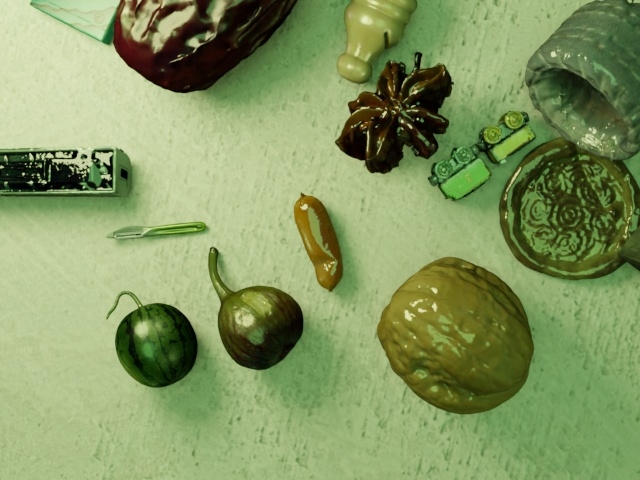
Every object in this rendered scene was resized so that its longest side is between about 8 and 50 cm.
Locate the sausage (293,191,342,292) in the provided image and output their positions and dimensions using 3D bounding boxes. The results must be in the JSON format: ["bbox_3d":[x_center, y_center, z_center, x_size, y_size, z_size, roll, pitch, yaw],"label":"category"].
[{"bbox_3d":[0.000,0.000,1.445,0.062,0.054,0.183,-22,89,38],"label":"sausage"}]

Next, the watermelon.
[{"bbox_3d":[-0.297,0.165,1.436,0.141,0.141,0.187,-28,83,6],"label":"watermelon"}]

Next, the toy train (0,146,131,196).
[{"bbox_3d":[-0.552,-0.123,1.493,0.407,0.088,0.086,1,88,7],"label":"toy train"}]

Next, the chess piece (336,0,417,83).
[{"bbox_3d":[0.107,-0.420,1.410,0.139,0.124,0.307,26,97,1],"label":"chess piece"}]

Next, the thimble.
[{"bbox_3d":[0.463,-0.260,1.309,0.172,0.205,0.236,-44,68,-13],"label":"thimble"}]

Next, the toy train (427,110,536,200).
[{"bbox_3d":[0.280,-0.145,1.410,0.202,0.060,0.081,-35,93,5],"label":"toy train"}]

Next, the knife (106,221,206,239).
[{"bbox_3d":[-0.299,-0.019,1.497,0.184,0.026,0.022,-5,129,5],"label":"knife"}]

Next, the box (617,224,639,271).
[{"bbox_3d":[0.625,-0.016,1.311,0.149,0.155,0.231,36,95,-6],"label":"box"}]

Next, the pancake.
[{"bbox_3d":[0.428,-0.051,1.404,0.250,0.031,0.250,0,92,6],"label":"pancake"}]

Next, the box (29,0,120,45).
[{"bbox_3d":[-0.412,-0.495,1.502,0.161,0.042,0.226,27,93,7],"label":"box"}]

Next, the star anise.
[{"bbox_3d":[0.136,-0.202,1.384,0.220,0.190,0.126,-39,126,4],"label":"star anise"}]

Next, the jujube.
[{"bbox_3d":[-0.180,-0.426,1.381,0.258,0.258,0.376,41,107,5],"label":"jujube"}]

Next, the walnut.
[{"bbox_3d":[0.226,0.156,1.333,0.257,0.224,0.257,2,73,-7],"label":"walnut"}]

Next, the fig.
[{"bbox_3d":[-0.138,0.108,1.431,0.149,0.149,0.245,-44,72,5],"label":"fig"}]
